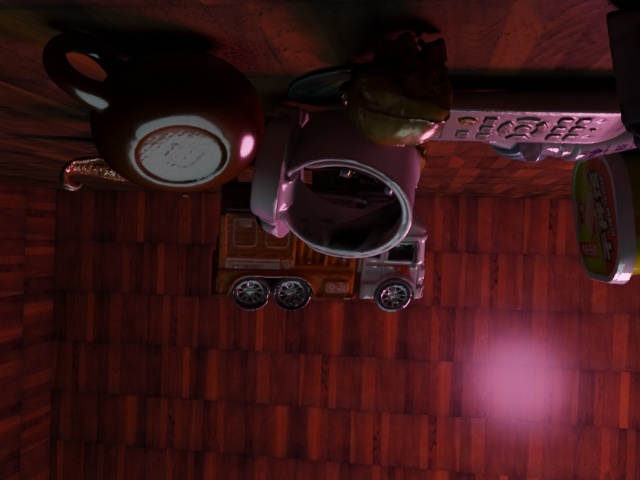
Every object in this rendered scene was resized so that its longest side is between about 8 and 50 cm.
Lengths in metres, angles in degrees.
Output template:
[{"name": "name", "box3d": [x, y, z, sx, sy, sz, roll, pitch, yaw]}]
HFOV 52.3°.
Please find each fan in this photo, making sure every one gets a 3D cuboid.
[{"name": "fan", "box3d": [0.100, -0.186, 0.813, 0.295, 0.012, 0.223, 2, 180, 6]}]

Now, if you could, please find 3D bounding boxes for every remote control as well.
[{"name": "remote control", "box3d": [0.229, -0.159, 0.795, 0.313, 0.055, 0.109, 1, 171, 4]}]

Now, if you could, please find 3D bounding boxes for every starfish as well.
[{"name": "starfish", "box3d": [-0.390, -0.160, 1.423, 0.312, 0.112, 0.303, -1, 178, 37]}]

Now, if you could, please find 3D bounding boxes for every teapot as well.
[{"name": "teapot", "box3d": [-0.166, -0.143, 0.681, 0.178, 0.135, 0.252, -37, 138, 30]}]

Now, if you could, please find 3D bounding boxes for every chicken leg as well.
[{"name": "chicken leg", "box3d": [0.062, -0.150, 0.635, 0.085, 0.101, 0.207, 4, -164, -14]}]

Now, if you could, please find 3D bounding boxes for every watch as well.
[{"name": "watch", "box3d": [0.025, -0.081, 0.962, 0.232, 0.196, 0.244, 10, 140, 3]}]

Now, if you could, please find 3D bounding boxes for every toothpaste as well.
[{"name": "toothpaste", "box3d": [0.428, -0.154, 0.903, 0.300, 0.073, 0.114, -6, -178, -8]}]

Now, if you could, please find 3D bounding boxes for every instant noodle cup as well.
[{"name": "instant noodle cup", "box3d": [0.685, -0.061, 1.264, 0.308, 0.293, 0.294, -5, 180, 5]}]

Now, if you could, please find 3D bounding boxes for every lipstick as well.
[{"name": "lipstick", "box3d": [0.276, -0.154, 0.962, 0.068, 0.061, 0.274, 29, -164, 30]}]

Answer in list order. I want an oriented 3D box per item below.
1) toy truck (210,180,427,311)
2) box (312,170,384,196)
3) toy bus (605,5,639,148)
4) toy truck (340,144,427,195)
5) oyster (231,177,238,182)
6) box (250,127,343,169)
[{"name": "toy truck", "box3d": [0.000, 0.000, 1.182, 0.388, 0.206, 0.173, 1, -151, -9]}, {"name": "box", "box3d": [0.092, -0.127, 1.343, 0.210, 0.147, 0.129, 4, -171, 17]}, {"name": "toy bus", "box3d": [0.364, -0.132, 0.580, 0.138, 0.112, 0.317, -12, 172, 41]}, {"name": "toy truck", "box3d": [0.118, -0.139, 1.115, 0.098, 0.114, 0.227, 24, -173, 17]}, {"name": "oyster", "box3d": [-0.237, -0.126, 1.144, 0.166, 0.093, 0.294, -7, 163, 35]}, {"name": "box", "box3d": [-0.081, -0.167, 1.221, 0.237, 0.070, 0.152, 0, 179, 38]}]
